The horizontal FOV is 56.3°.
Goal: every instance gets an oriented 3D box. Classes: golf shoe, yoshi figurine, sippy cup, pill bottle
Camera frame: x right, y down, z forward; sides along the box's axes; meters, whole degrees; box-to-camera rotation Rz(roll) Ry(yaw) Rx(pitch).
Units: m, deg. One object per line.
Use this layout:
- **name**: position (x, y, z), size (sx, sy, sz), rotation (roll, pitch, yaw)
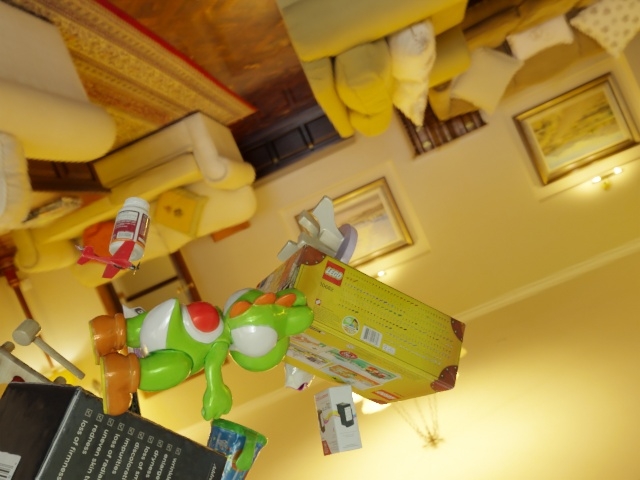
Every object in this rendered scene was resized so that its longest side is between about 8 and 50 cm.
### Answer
- **golf shoe**: position (-0.061, 0.463, 2.142), size (0.115, 0.140, 0.306), rotation (6, 171, 21)
- **yoshi figurine**: position (-0.187, 0.183, 1.008), size (0.361, 0.204, 0.203), rotation (-11, 180, -23)
- **sippy cup**: position (-0.350, 0.827, 2.294), size (0.239, 0.224, 0.305), rotation (16, 155, 13)
- **pill bottle**: position (-0.478, -0.030, 1.517), size (0.086, 0.152, 0.086), rotation (1, 147, 1)

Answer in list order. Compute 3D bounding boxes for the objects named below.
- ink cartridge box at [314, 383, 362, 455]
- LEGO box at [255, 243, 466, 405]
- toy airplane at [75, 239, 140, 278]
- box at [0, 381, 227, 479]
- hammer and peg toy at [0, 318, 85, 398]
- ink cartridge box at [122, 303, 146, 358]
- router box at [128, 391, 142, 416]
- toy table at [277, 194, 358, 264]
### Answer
- **ink cartridge box**: position (0.047, 0.507, 1.687), size (0.072, 0.175, 0.127), rotation (-2, 157, -23)
- **LEGO box**: position (0.076, 0.254, 1.635), size (0.372, 0.499, 0.193), rotation (-38, -151, 57)
- **toy airplane**: position (-0.484, 0.042, 1.361), size (0.151, 0.028, 0.151), rotation (-5, 137, -4)
- **box**: position (-0.511, 0.616, 1.283), size (0.297, 0.472, 0.480), rotation (-7, -126, 36)
- **hammer and peg toy**: position (-0.866, 0.417, 1.729), size (0.361, 0.266, 0.127), rotation (-50, -174, 26)
- **ink cartridge box**: position (-0.579, 0.329, 1.966), size (0.045, 0.207, 0.208), rotation (-17, -153, -39)
- **router box**: position (-0.593, 0.497, 1.800), size (0.092, 0.123, 0.038), rotation (-11, 170, -14)
- **toy table**: position (0.000, 0.000, 1.857), size (0.252, 0.160, 0.274), rotation (-53, -166, 7)
